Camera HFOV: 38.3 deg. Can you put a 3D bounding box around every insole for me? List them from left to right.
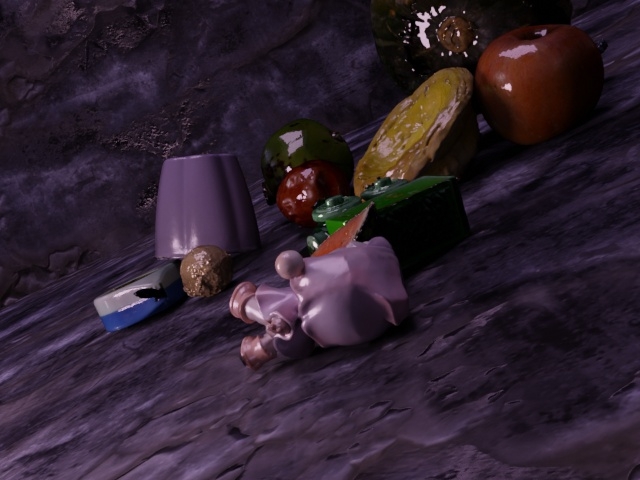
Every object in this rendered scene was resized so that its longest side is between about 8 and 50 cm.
[{"bbox_3d":[0.000,0.000,1.980,0.086,0.005,0.253,-21,13,24],"label":"insole"}]

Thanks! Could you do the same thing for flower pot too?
[{"bbox_3d":[-0.281,-0.081,2.208,0.265,0.243,0.265,-6,4,0],"label":"flower pot"}]

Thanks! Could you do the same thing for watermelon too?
[{"bbox_3d":[0.025,0.041,1.366,0.063,0.119,0.245,11,-36,-27],"label":"watermelon"}]

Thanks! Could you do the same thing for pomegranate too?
[{"bbox_3d":[-0.047,-0.184,2.388,0.270,0.254,0.254,-37,9,12],"label":"pomegranate"}]

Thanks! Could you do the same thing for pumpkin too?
[{"bbox_3d":[0.332,-0.498,2.059,0.454,0.454,0.344,-23,23,22],"label":"pumpkin"}]

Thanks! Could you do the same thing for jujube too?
[{"bbox_3d":[-0.027,-0.106,2.156,0.168,0.168,0.236,-31,8,-19],"label":"jujube"}]

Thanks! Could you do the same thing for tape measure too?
[{"bbox_3d":[-0.410,0.138,2.032,0.215,0.098,0.351,-24,3,12],"label":"tape measure"}]

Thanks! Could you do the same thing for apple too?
[{"bbox_3d":[0.437,-0.308,1.843,0.253,0.254,0.253,-26,11,5],"label":"apple"}]

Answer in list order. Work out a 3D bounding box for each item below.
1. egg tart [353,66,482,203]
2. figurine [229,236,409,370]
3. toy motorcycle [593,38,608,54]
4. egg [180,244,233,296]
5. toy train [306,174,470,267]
[{"bbox_3d":[0.207,-0.189,1.879,0.345,0.132,0.345,-43,21,20],"label":"egg tart"},{"bbox_3d":[-0.003,0.087,1.228,0.275,0.200,0.133,-22,53,31],"label":"figurine"},{"bbox_3d":[0.550,-0.384,2.176,0.239,0.108,0.204,-28,10,-7],"label":"toy motorcycle"},{"bbox_3d":[-0.245,0.067,1.993,0.116,0.118,0.140,16,2,0],"label":"egg"},{"bbox_3d":[0.105,-0.023,1.470,0.243,0.133,0.188,-24,14,-25],"label":"toy train"}]
